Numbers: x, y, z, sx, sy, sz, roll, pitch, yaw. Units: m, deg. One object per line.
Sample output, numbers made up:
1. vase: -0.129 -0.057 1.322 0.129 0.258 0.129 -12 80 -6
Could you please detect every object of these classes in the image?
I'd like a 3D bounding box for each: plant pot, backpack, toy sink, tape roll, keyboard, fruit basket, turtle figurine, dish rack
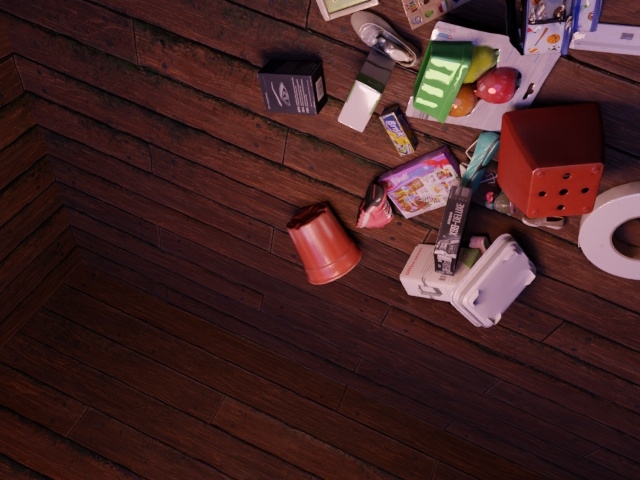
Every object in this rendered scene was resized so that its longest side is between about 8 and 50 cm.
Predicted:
1. plant pot: 0.000 0.000 2.130 0.272 0.272 0.265 -12 118 39
2. backpack: 0.560 -0.583 1.178 0.213 0.277 0.263 14 152 18
3. toy sink: 0.053 -0.726 1.396 0.234 0.131 0.153 -1 132 32
4. tape roll: 1.058 -0.024 1.615 0.391 0.072 0.392 17 140 15
5. keyboard: 0.791 -0.520 1.285 0.256 0.014 0.072 13 133 17
6. fruit basket: 0.460 -0.467 1.451 0.352 0.166 0.327 5 146 -4
7. turtle figurine: 0.656 -0.141 1.697 0.234 0.118 0.175 -1 133 24
8. dish rack: 0.660 0.166 1.844 0.285 0.333 0.072 39 -179 -35
9. plant pot: 0.682 -0.214 1.449 0.267 0.236 0.267 -4 133 10

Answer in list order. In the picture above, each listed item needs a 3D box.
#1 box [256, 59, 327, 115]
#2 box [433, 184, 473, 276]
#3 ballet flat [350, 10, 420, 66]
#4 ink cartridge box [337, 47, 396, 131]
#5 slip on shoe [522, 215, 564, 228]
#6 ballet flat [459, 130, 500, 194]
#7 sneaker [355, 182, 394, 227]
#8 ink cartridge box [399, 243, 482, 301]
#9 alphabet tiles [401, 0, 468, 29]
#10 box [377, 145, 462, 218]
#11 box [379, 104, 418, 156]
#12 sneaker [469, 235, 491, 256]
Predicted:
1. box: -0.095 -0.529 1.713 0.207 0.108 0.153 11 138 20
2. box: 0.463 -0.024 1.736 0.076 0.243 0.307 13 169 17
3. ballet flat: 0.191 -0.601 1.491 0.248 0.086 0.086 31 141 -3
4. ink cartridge box: 0.148 -0.474 1.547 0.092 0.219 0.160 26 142 -3
5. slip on shoe: 0.781 -0.073 1.738 0.135 0.051 0.041 13 144 13
6. ballet flat: 0.519 -0.261 1.662 0.087 0.083 0.247 44 137 28
7. sneaker: 0.233 -0.130 1.942 0.136 0.116 0.314 12 161 -4
8. ink cartridge box: 0.486 0.128 1.977 0.272 0.198 0.115 6 140 41
9. alphabet tiles: 0.292 -0.699 1.286 0.198 0.009 0.237 -23 133 14
10. box: 0.384 -0.207 1.821 0.293 0.057 0.201 -19 122 42
11. box: 0.271 -0.377 1.706 0.059 0.054 0.169 -11 127 38
12. sneaker: 0.625 0.028 1.946 0.070 0.051 0.134 11 146 40
